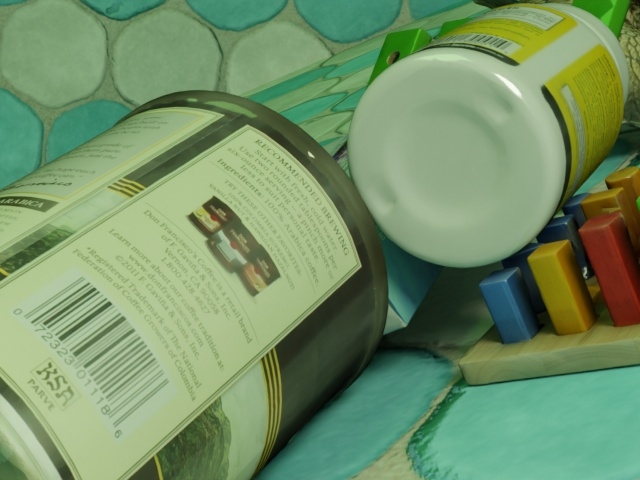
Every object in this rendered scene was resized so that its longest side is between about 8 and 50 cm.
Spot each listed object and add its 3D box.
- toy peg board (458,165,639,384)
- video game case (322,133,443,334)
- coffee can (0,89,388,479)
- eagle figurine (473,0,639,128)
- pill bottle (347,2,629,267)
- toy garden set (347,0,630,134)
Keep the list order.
[{"bbox_3d":[0.165,-0.002,0.719,0.161,0.079,0.161,-13,16,40],"label":"toy peg board"},{"bbox_3d":[0.000,0.000,0.914,0.244,0.061,0.269,-25,17,38],"label":"video game case"},{"bbox_3d":[-0.116,0.063,0.666,0.201,0.201,0.275,-14,15,36],"label":"coffee can"},{"bbox_3d":[0.256,-0.198,1.135,0.225,0.226,0.298,-5,3,-13],"label":"eagle figurine"},{"bbox_3d":[0.108,-0.072,0.776,0.119,0.119,0.208,-16,11,30],"label":"pill bottle"},{"bbox_3d":[0.117,-0.078,1.034,0.244,0.049,0.203,0,63,50],"label":"toy garden set"}]
